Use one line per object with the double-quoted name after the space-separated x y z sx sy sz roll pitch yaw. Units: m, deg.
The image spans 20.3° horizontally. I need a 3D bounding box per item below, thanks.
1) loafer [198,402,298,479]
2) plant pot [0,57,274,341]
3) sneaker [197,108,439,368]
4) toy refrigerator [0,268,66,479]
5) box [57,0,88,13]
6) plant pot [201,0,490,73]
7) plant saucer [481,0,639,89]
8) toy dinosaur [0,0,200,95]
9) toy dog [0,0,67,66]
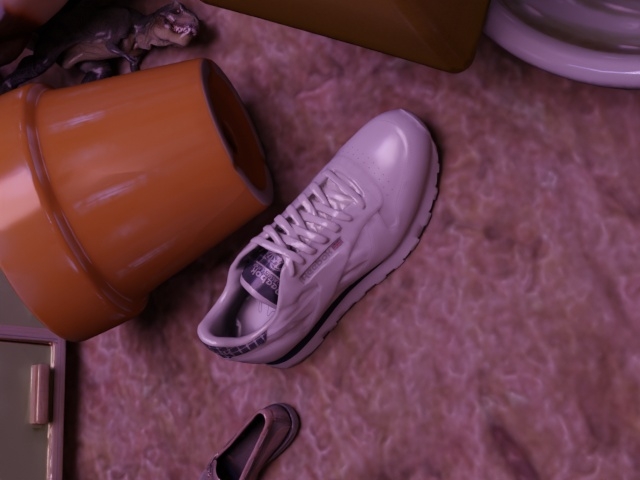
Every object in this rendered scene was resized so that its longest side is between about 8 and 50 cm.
-0.068 0.175 1.399 0.045 0.039 0.125 46 107 29 "loafer"
-0.147 -0.050 1.405 0.188 0.205 0.205 -24 70 12 "plant pot"
0.000 0.000 1.351 0.090 0.095 0.235 42 104 32 "sneaker"
-0.275 0.111 1.495 0.094 0.102 0.269 -10 76 48 "toy refrigerator"
-0.221 -0.257 1.572 0.137 0.027 0.094 -43 62 20 "box"
0.012 -0.246 1.169 0.212 0.187 0.212 17 93 14 "plant pot"
0.252 -0.292 1.227 0.401 0.100 0.400 -6 79 33 "plant saucer"
-0.219 -0.154 1.525 0.268 0.064 0.118 7 82 22 "toy dinosaur"
-0.362 -0.317 1.466 0.408 0.395 0.284 44 104 22 "toy dog"
